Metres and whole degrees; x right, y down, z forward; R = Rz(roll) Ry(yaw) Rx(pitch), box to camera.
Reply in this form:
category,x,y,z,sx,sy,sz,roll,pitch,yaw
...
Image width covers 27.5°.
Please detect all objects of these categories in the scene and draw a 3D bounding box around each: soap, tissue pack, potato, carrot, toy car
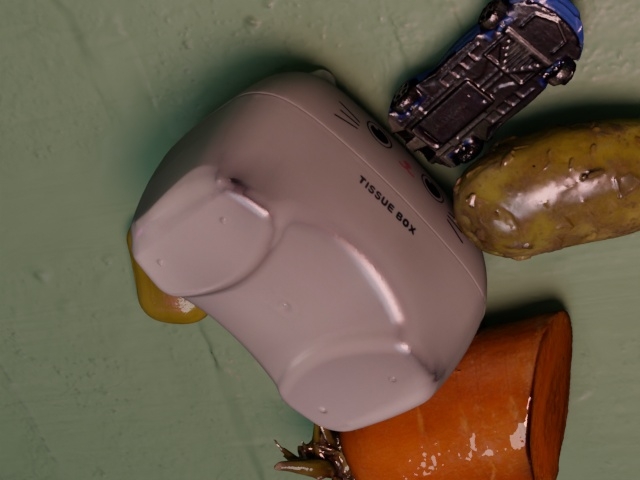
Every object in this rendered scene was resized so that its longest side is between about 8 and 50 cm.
category,x,y,z,sx,sy,sz,roll,pitch,yaw
soap,-0.167,0.033,1.460,0.089,0.045,0.140,1,123,11
tissue pack,0.000,0.000,1.285,0.333,0.236,0.229,44,134,-16
potato,0.246,-0.055,1.235,0.251,0.113,0.149,-18,155,5
carrot,0.128,0.211,1.409,0.331,0.193,0.214,-14,94,23
toy car,0.155,-0.157,1.230,0.103,0.063,0.216,36,125,-18
